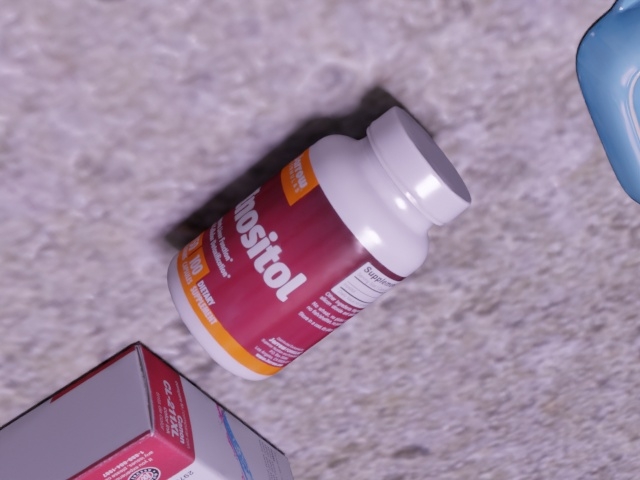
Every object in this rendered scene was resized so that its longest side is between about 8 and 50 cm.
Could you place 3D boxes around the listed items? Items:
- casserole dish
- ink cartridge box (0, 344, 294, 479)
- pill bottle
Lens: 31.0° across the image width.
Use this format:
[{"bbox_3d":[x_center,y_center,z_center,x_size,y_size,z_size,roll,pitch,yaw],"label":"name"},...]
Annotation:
[{"bbox_3d":[0.216,-0.076,0.652,0.114,0.037,0.188,-29,136,9],"label":"casserole dish"},{"bbox_3d":[-0.107,0.161,0.734,0.127,0.072,0.175,-33,134,11],"label":"ink cartridge box"},{"bbox_3d":[0.000,0.000,0.610,0.152,0.086,0.086,-38,133,16],"label":"pill bottle"}]
